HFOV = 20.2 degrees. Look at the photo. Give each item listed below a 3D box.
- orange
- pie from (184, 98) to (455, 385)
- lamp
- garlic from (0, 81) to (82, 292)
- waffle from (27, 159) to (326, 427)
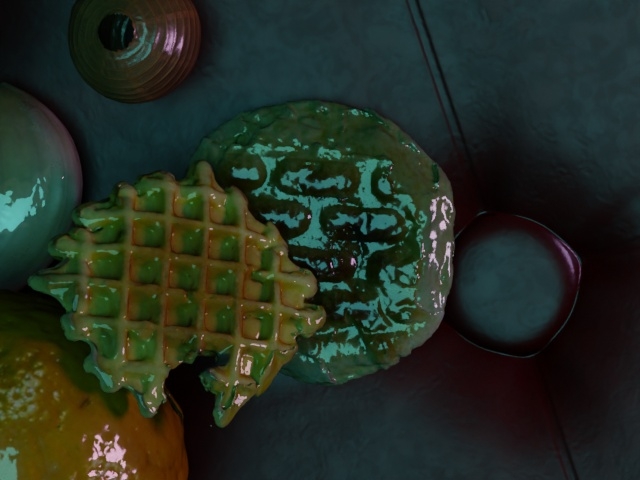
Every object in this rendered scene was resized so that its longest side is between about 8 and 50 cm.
[{"bbox_3d":[-0.300,0.222,1.745,0.341,0.293,0.340,15,129,19],"label":"orange"},{"bbox_3d":[0.000,0.000,1.817,0.306,0.071,0.306,1,97,7],"label":"pie"},{"bbox_3d":[-0.186,-0.204,1.789,0.136,0.136,0.136,1,97,8],"label":"lamp"},{"bbox_3d":[-0.353,-0.048,1.843,0.217,0.110,0.228,-9,95,5],"label":"garlic"},{"bbox_3d":[-0.133,0.047,1.702,0.250,0.056,0.261,48,57,3],"label":"waffle"}]
